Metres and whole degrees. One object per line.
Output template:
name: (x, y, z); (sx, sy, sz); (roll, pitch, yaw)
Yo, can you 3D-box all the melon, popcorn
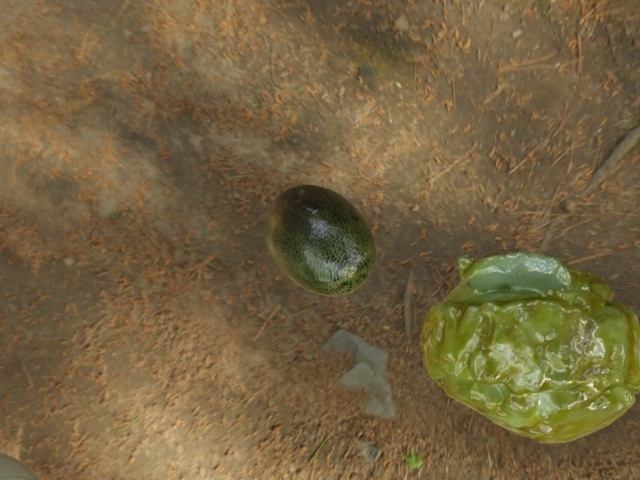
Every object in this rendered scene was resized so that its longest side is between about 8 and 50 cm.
melon: (0.000, 0.000, 0.685); (0.099, 0.099, 0.162); (-56, 35, 8)
popcorn: (0.209, 0.103, 0.664); (0.204, 0.221, 0.184); (8, 84, 40)

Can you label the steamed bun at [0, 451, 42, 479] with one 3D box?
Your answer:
steamed bun: (-0.409, 0.347, 0.686); (0.177, 0.283, 0.283); (11, 93, 26)
